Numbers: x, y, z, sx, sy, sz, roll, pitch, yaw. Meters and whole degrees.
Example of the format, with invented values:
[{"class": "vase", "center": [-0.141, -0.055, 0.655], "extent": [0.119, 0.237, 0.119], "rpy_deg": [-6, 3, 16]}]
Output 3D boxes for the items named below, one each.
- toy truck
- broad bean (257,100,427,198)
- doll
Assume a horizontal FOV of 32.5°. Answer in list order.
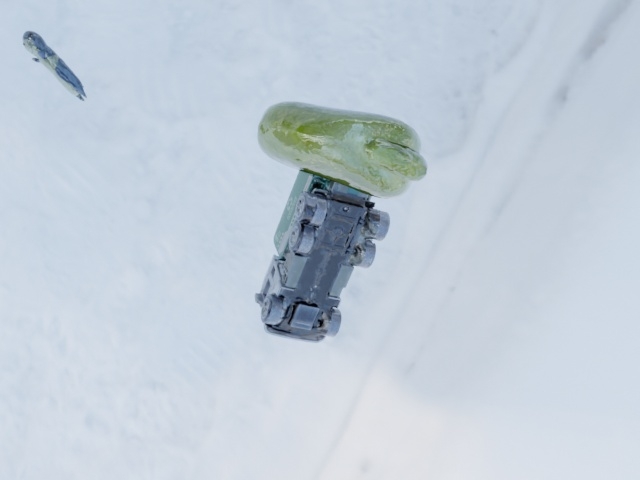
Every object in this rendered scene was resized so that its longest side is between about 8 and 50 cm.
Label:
[{"class": "toy truck", "center": [0.000, 0.000, 1.389], "extent": [0.114, 0.124, 0.253], "rpy_deg": [13, 116, -20]}, {"class": "broad bean", "center": [0.022, -0.091, 1.106], "extent": [0.174, 0.124, 0.082], "rpy_deg": [10, 88, -1]}, {"class": "doll", "center": [-0.376, -0.247, 1.558], "extent": [0.125, 0.037, 0.027], "rpy_deg": [48, 64, -8]}]
